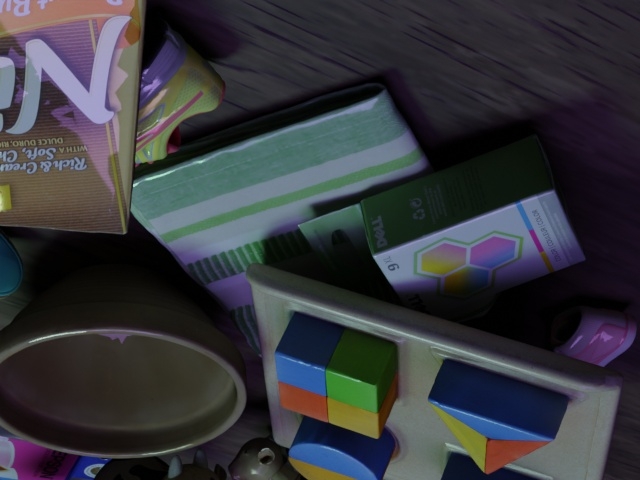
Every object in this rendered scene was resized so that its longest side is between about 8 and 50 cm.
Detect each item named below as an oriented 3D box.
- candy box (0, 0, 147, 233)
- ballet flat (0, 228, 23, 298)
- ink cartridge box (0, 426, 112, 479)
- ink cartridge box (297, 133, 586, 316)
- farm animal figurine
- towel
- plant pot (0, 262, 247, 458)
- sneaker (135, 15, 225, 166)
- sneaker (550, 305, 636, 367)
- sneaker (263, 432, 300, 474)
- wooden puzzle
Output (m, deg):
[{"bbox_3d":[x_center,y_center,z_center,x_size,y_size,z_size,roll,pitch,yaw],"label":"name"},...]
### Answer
[{"bbox_3d":[-0.202,-0.154,0.978,0.183,0.087,0.316,5,129,-7],"label":"candy box"},{"bbox_3d":[-0.339,-0.012,1.273,0.067,0.073,0.206,3,154,45],"label":"ballet flat"},{"bbox_3d":[-0.363,0.213,1.585,0.371,0.069,0.176,10,143,-20],"label":"ink cartridge box"},{"bbox_3d":[0.099,0.002,1.246,0.209,0.062,0.109,-20,141,11],"label":"ink cartridge box"},{"bbox_3d":[-0.117,0.275,1.509,0.326,0.172,0.330,4,-168,42],"label":"farm animal figurine"},{"bbox_3d":[0.000,0.000,1.318,0.248,0.038,0.325,-16,141,17],"label":"towel"},{"bbox_3d":[-0.184,0.097,1.382,0.237,0.110,0.237,0,145,0],"label":"plant pot"},{"bbox_3d":[-0.154,-0.080,1.156,0.094,0.081,0.208,27,136,-37],"label":"sneaker"},{"bbox_3d":[0.238,0.106,1.467,0.070,0.051,0.134,15,139,-19],"label":"sneaker"},{"bbox_3d":[-0.045,0.266,1.671,0.071,0.068,0.170,-3,145,14],"label":"sneaker"},{"bbox_3d":[0.090,0.170,1.352,0.322,0.080,0.348,16,151,15],"label":"wooden puzzle"}]
